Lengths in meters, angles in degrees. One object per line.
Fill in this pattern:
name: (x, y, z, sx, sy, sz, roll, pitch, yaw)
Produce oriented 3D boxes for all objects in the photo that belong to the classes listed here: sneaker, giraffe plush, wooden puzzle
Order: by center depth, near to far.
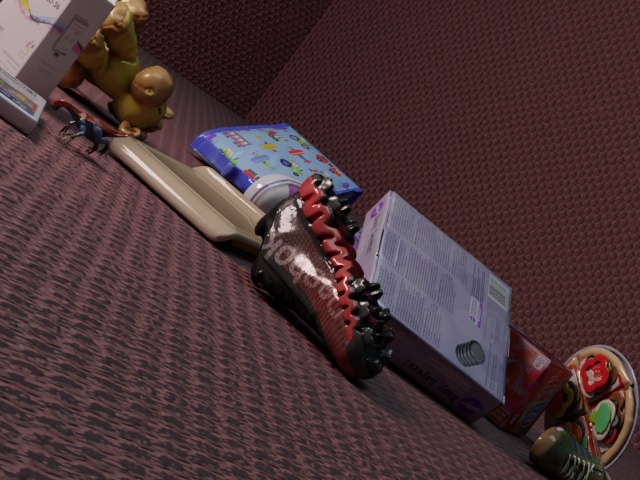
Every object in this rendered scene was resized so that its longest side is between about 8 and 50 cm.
sneaker: (-0.005, 0.055, 1.466, 0.097, 0.135, 0.276, 51, 16, -52)
wooden puzzle: (-0.151, -0.046, 1.702, 0.221, 0.044, 0.239, 40, 10, 23)
sneaker: (0.360, 0.316, 1.799, 0.086, 0.064, 0.192, 35, 0, 29)
giraffe plush: (-0.296, -0.240, 1.931, 0.170, 0.181, 0.210, 48, -29, 2)
sneaker: (0.001, -0.001, 1.998, 0.282, 0.102, 0.161, 32, 10, -49)

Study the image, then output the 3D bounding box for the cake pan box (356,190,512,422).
cake pan box: (0.153, 0.084, 1.767, 0.246, 0.070, 0.267, 39, 34, -18)

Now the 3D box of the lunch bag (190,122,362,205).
lunch bag: (-0.092, -0.120, 2.376, 0.221, 0.138, 0.293, 42, 16, 22)

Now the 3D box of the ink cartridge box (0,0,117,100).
ink cartridge box: (-0.342, -0.290, 1.628, 0.115, 0.198, 0.067, 41, 6, 36)

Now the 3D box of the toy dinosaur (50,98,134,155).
toy dinosaur: (-0.276, -0.138, 1.491, 0.047, 0.090, 0.082, 21, -40, 45)

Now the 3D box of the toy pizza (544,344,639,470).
toy pizza: (0.398, 0.254, 1.924, 0.032, 0.201, 0.201, 17, 15, -29)

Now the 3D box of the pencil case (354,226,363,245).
pencil case: (0.041, 0.015, 2.258, 0.088, 0.086, 0.206, 61, 7, 0)

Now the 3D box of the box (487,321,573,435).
box: (0.241, 0.167, 1.963, 0.257, 0.128, 0.122, 41, 7, 30)

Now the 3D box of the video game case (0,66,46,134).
video game case: (-0.394, -0.195, 1.413, 0.201, 0.023, 0.183, 37, 5, -15)
